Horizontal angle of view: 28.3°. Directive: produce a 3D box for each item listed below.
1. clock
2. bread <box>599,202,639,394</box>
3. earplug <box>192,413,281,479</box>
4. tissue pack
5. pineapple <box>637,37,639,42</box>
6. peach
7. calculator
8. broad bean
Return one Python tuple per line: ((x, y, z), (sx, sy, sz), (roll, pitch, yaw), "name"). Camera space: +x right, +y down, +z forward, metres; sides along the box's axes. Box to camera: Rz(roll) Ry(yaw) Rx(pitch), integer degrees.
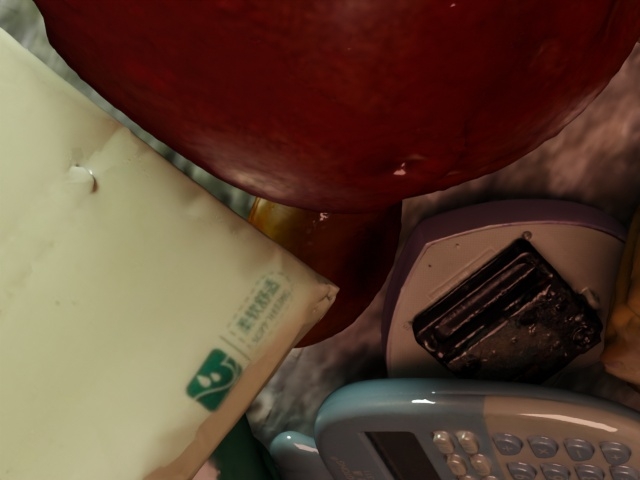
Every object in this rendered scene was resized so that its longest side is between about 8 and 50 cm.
((0.125, 0.052, 0.864), (0.198, 0.064, 0.172), (-39, 121, 15), "clock")
((0.311, 0.038, 0.800), (0.274, 0.149, 0.274), (3, 142, 2), "bread")
((-0.103, 0.198, 0.899), (0.257, 0.164, 0.280), (37, 121, -8), "earplug")
((-0.220, 0.096, 0.669), (0.297, 0.207, 0.380), (35, 76, -5), "tissue pack")
((0.212, -0.183, 0.782), (0.058, 0.058, 0.124), (14, 106, -5), "pineapple")
((0.006, -0.230, 0.592), (0.353, 0.339, 0.417), (-6, 131, 29), "peach")
((0.103, 0.157, 0.888), (0.302, 0.042, 0.188), (-1, 141, 26), "calculator")
((0.000, 0.000, 0.846), (0.114, 0.084, 0.165), (0, 121, -16), "broad bean")
